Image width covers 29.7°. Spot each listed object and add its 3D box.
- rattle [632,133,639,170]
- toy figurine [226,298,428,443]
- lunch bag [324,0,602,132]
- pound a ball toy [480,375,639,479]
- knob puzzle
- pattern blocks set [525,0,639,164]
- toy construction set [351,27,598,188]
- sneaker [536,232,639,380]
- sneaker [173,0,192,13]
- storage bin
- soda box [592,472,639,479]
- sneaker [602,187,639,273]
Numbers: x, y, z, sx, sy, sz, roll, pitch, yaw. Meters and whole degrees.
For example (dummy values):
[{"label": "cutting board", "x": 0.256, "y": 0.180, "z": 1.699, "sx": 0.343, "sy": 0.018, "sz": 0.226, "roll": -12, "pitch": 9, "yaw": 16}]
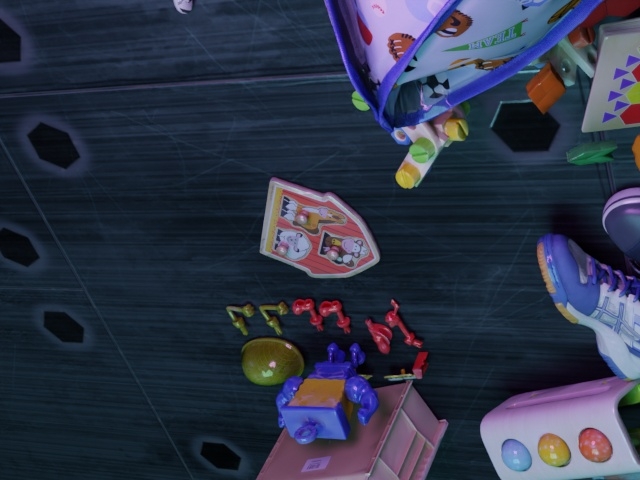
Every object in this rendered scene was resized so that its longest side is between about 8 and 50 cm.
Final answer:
[{"label": "rattle", "x": 0.499, "y": -0.076, "z": 1.526, "sx": 0.143, "sy": 0.199, "sz": 0.130, "roll": 52, "pitch": 150, "yaw": 33}, {"label": "toy figurine", "x": -0.025, "y": 0.237, "z": 1.996, "sx": 0.362, "sy": 0.217, "sz": 0.191, "roll": -1, "pitch": 131, "yaw": 27}, {"label": "lunch bag", "x": 0.108, "y": -0.324, "z": 1.246, "sx": 0.239, "sy": 0.328, "sz": 0.385, "roll": -11, "pitch": 168, "yaw": -21}, {"label": "pound a ball toy", "x": 0.417, "y": 0.334, "z": 1.853, "sx": 0.319, "sy": 0.135, "sz": 0.208, "roll": -19, "pitch": 97, "yaw": 49}, {"label": "knob puzzle", "x": 0.000, "y": 0.000, "z": 1.886, "sx": 0.213, "sy": 0.030, "sz": 0.213, "roll": 14, "pitch": 136, "yaw": 14}, {"label": "pattern blocks set", "x": 0.384, "y": -0.200, "z": 1.411, "sx": 0.285, "sy": 0.026, "sz": 0.325, "roll": -2, "pitch": 145, "yaw": -10}, {"label": "toy construction set", "x": 0.175, "y": -0.209, "z": 1.498, "sx": 0.327, "sy": 0.151, "sz": 0.215, "roll": -26, "pitch": 105, "yaw": 37}, {"label": "sneaker", "x": 0.422, "y": 0.076, "z": 1.710, "sx": 0.131, "sy": 0.112, "sz": 0.296, "roll": -25, "pitch": 127, "yaw": 32}, {"label": "sneaker", "x": -0.179, "y": -0.341, "z": 1.632, "sx": 0.037, "sy": 0.032, "sz": 0.083, "roll": 13, "pitch": 137, "yaw": 15}, {"label": "storage bin", "x": 0.046, "y": 0.385, "z": 2.079, "sx": 0.262, "sy": 0.260, "sz": 0.123, "roll": -15, "pitch": 120, "yaw": 37}, {"label": "soda box", "x": 0.522, "y": 0.347, "z": 1.947, "sx": 0.183, "sy": 0.063, "sz": 0.058, "roll": -6, "pitch": 129, "yaw": 31}, {"label": "sneaker", "x": 0.519, "y": 0.048, "z": 1.607, "sx": 0.321, "sy": 0.127, "sz": 0.126, "roll": 27, "pitch": 140, "yaw": 1}]
